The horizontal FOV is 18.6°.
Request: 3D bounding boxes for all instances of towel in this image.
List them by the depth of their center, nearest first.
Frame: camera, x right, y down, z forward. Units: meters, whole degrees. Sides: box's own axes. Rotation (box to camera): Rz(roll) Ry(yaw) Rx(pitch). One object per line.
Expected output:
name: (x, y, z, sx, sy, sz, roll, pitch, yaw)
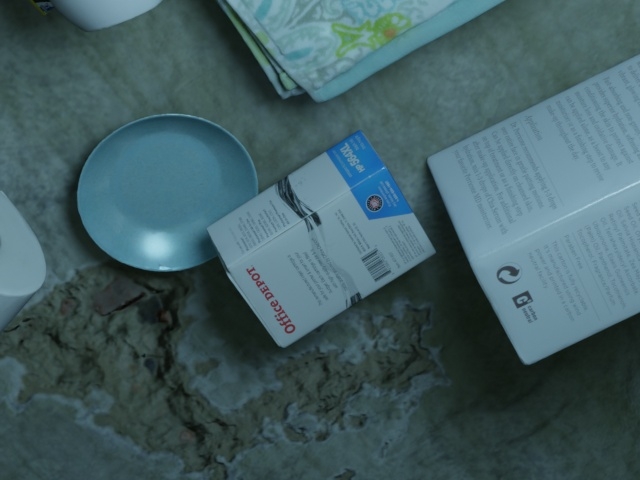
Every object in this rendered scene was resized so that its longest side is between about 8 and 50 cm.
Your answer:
towel: (0.046, -0.336, 1.936, 0.374, 0.090, 0.320, -30, 122, 12)

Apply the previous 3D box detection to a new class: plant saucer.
plant saucer: (-0.165, -0.058, 2.106, 0.195, 0.037, 0.195, -5, 122, -8)

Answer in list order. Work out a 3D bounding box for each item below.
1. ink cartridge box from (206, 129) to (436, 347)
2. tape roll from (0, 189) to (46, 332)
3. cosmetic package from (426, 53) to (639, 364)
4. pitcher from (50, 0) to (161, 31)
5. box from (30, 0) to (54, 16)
ink cartridge box: (0.000, 0.000, 2.118, 0.203, 0.086, 0.148, -31, 132, 1)
tape roll: (-0.425, 0.025, 1.988, 0.246, 0.246, 0.169, 34, 109, -26)
cosmetic package: (0.364, -0.077, 2.082, 0.453, 0.230, 0.161, -26, 122, 7)
pitcher: (-0.249, -0.299, 1.853, 0.178, 0.125, 0.207, -21, 107, 1)
box: (-0.305, -0.305, 1.920, 0.059, 0.054, 0.169, -36, 121, 12)
